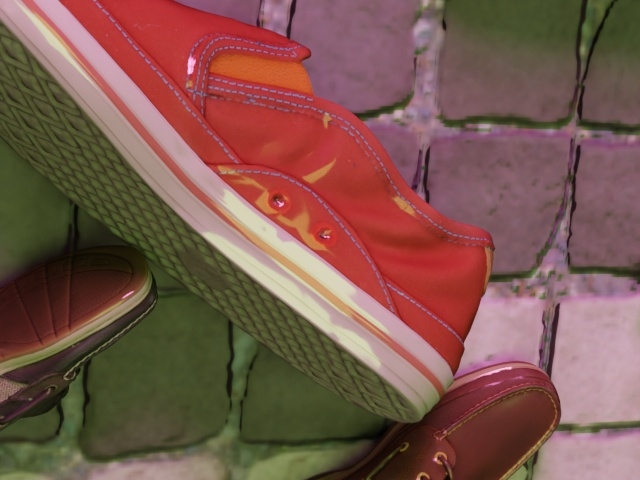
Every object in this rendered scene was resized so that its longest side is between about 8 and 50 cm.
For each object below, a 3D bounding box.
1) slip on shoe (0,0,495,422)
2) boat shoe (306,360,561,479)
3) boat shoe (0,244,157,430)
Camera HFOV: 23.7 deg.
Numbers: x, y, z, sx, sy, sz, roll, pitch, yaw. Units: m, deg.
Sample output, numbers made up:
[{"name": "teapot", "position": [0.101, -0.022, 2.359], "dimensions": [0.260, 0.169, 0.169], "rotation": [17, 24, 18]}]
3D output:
[{"name": "slip on shoe", "position": [-0.055, -0.054, 0.649], "dimensions": [0.331, 0.123, 0.101], "rotation": [40, 71, -17]}, {"name": "boat shoe", "position": [0.050, 0.127, 0.765], "dimensions": [0.178, 0.060, 0.064], "rotation": [-32, 113, -7]}, {"name": "boat shoe", "position": [-0.135, 0.054, 0.685], "dimensions": [0.152, 0.056, 0.049], "rotation": [-27, 129, 11]}]
